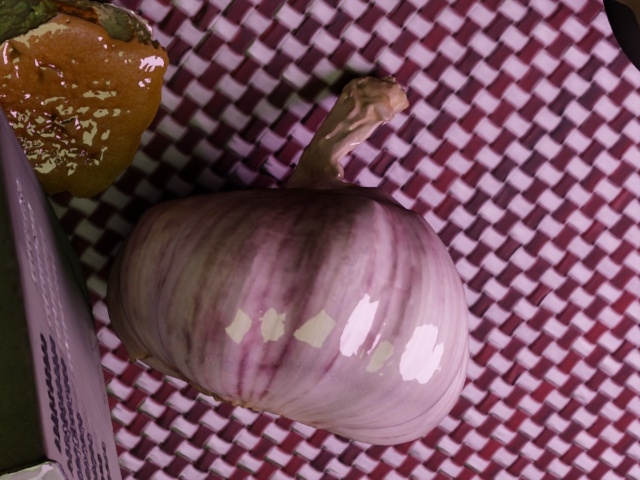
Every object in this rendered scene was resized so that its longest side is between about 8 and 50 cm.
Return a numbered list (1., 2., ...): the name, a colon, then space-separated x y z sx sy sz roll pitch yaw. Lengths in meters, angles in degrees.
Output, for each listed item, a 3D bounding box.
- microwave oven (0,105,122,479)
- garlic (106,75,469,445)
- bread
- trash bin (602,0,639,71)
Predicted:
1. microwave oven: -0.328 0.130 1.080 0.394 0.333 0.247 -16 142 0
2. garlic: 0.000 0.000 1.205 0.245 0.245 0.253 25 77 -25
3. bread: -0.173 -0.098 1.168 0.140 0.069 0.128 14 113 -22
4. trash bin: 0.262 -0.233 1.124 0.214 0.214 0.333 -10 115 -8
